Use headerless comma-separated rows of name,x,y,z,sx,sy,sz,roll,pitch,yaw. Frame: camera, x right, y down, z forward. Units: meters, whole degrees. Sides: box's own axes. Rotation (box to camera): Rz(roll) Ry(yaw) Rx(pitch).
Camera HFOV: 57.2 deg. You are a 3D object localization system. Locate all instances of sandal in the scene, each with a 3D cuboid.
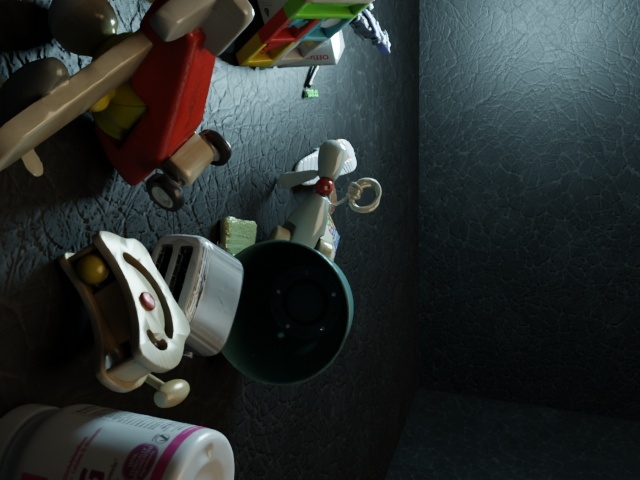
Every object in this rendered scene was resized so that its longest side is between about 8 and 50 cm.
sandal,0.000,-0.221,1.678,0.265,0.076,0.102,-26,105,-44

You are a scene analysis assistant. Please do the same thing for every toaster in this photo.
toaster,-0.224,0.084,1.026,0.146,0.129,0.227,50,49,-59

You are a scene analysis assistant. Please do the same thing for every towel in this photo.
towel,-0.180,0.006,1.275,0.148,0.027,0.110,8,87,-71

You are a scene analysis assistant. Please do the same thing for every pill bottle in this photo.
pill bottle,-0.265,0.291,0.722,0.160,0.283,0.161,4,90,-70

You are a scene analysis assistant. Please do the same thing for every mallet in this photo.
mallet,-0.003,-0.498,1.665,0.062,0.039,0.190,61,43,-60

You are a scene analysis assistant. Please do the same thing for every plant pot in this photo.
plant pot,-0.058,0.145,1.283,0.235,0.292,0.293,2,92,-76

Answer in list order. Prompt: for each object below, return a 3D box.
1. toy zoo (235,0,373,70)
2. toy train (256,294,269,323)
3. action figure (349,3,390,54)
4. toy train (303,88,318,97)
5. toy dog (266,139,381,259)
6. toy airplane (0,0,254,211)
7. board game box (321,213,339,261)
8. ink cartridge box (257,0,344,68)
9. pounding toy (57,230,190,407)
toy zoo,-0.049,-0.432,1.227,0.192,0.293,0.030,-20,87,-43
toy train,-0.139,0.150,1.421,0.036,0.027,0.158,48,49,-47
action figure,0.053,-0.643,1.593,0.341,0.178,0.330,48,50,-30
toy train,-0.027,-0.409,1.633,0.083,0.017,0.024,-34,116,-65
toy dog,-0.026,-0.075,1.478,0.220,0.161,0.334,44,77,-17
toy airplane,-0.229,-0.244,0.744,0.384,0.272,0.386,-56,177,8
board game box,0.000,0.000,1.741,0.193,0.045,0.147,64,36,-54
ink cartridge box,-0.046,-0.515,1.351,0.218,0.158,0.092,71,28,-46
pounding toy,-0.291,0.136,0.830,0.270,0.154,0.154,60,12,-2
